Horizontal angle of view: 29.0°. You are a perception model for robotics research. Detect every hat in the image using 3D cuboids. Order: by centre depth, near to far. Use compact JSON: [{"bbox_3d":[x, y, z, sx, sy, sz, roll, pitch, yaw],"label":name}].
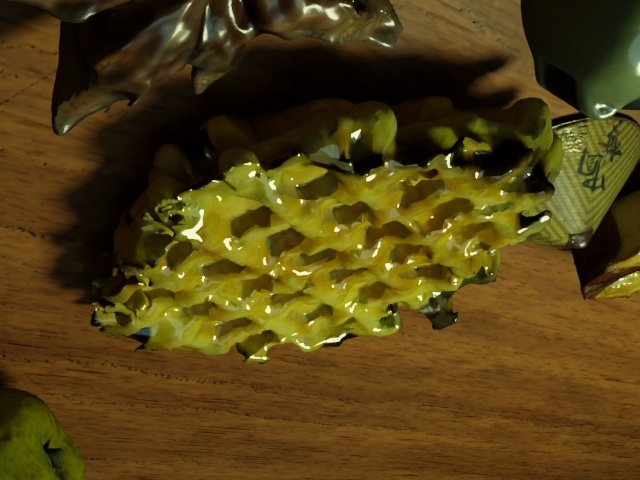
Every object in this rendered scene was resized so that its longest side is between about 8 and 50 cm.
[{"bbox_3d":[0.224,-0.028,1.135,0.193,0.082,0.193,-15,151,-9],"label":"hat"}]

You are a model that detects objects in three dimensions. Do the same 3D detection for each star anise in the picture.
[{"bbox_3d":[-0.049,-0.174,0.670,0.349,0.109,0.292,-15,157,-10],"label":"star anise"}]

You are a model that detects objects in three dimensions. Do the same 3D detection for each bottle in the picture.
[{"bbox_3d":[0.298,-0.149,0.884,0.347,0.168,0.168,5,144,-31],"label":"bottle"}]

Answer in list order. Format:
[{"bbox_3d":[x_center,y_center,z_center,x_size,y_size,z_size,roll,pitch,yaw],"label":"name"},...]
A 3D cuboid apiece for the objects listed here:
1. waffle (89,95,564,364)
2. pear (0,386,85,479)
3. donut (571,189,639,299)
[{"bbox_3d":[0.000,0.000,1.031,0.379,0.095,0.382,-4,151,-26],"label":"waffle"},{"bbox_3d":[-0.360,0.269,1.123,0.307,0.253,0.253,-28,152,1],"label":"pear"},{"bbox_3d":[0.330,-0.001,1.245,0.184,0.073,0.166,0,150,-45],"label":"donut"}]
